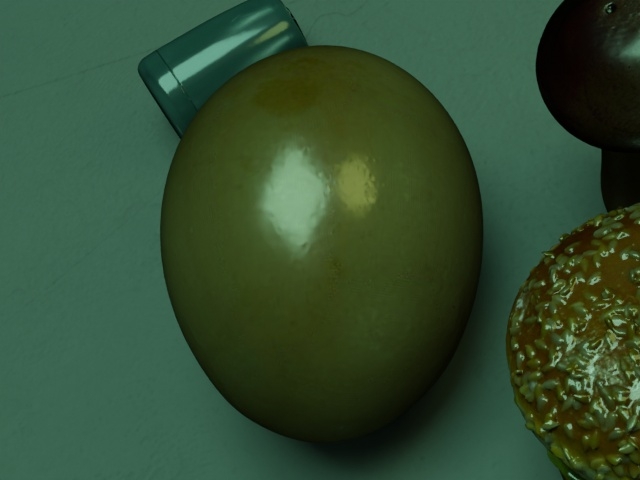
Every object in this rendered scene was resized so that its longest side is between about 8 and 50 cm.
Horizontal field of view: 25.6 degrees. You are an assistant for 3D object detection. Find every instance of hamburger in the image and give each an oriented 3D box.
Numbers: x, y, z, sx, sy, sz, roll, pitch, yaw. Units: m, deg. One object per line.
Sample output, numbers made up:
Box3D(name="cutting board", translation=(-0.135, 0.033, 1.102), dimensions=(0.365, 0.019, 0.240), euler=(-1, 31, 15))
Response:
Box3D(name="hamburger", translation=(0.297, 0.106, 1.155), dimensions=(0.291, 0.225, 0.291), euler=(-10, 54, 14))

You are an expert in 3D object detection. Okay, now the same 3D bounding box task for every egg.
Box3D(name="egg", translation=(0.000, 0.000, 1.304), dimensions=(0.301, 0.301, 0.374), euler=(-6, 60, 20))

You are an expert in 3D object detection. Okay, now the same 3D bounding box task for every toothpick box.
Box3D(name="toothpick box", translation=(0.305, -0.115, 1.249), dimensions=(0.192, 0.294, 0.192), euler=(-11, 55, 17))
Box3D(name="toothpick box", translation=(-0.103, -0.197, 1.598), dimensions=(0.184, 0.120, 0.120), euler=(-32, 51, -3))
